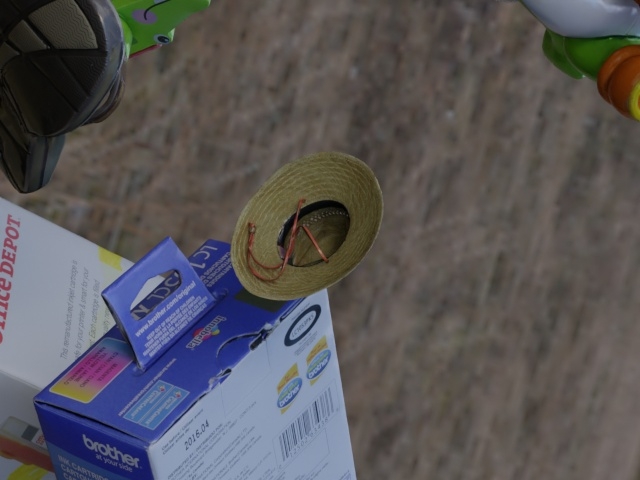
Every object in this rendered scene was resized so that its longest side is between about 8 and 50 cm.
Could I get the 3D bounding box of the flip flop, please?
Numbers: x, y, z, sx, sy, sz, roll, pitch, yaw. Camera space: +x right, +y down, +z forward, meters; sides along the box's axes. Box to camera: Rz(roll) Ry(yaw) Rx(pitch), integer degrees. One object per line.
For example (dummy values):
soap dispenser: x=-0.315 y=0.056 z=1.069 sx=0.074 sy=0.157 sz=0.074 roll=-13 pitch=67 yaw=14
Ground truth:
flip flop: x=-0.173 y=-0.109 z=1.246 sx=0.080 sy=0.112 sz=0.277 roll=-25 pitch=170 yaw=-22

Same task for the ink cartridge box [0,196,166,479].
ink cartridge box: x=-0.264 y=0.150 z=2.087 sx=0.160 sy=0.385 sz=0.279 roll=-49 pitch=-155 yaw=30

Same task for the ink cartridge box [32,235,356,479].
ink cartridge box: x=-0.106 y=0.190 z=1.754 sx=0.270 sy=0.151 sz=0.395 roll=-43 pitch=139 yaw=-39

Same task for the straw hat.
straw hat: x=0.000 y=0.000 z=1.583 sx=0.061 sy=0.144 sz=0.144 roll=45 pitch=59 yaw=-51

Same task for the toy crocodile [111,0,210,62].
toy crocodile: x=-0.214 y=-0.173 z=1.575 sx=0.105 sy=0.341 sz=0.115 roll=36 pitch=47 yaw=-41

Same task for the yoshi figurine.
yoshi figurine: x=0.250 y=-0.236 z=1.676 sx=0.203 sy=0.362 sz=0.203 roll=-36 pitch=131 yaw=-6
